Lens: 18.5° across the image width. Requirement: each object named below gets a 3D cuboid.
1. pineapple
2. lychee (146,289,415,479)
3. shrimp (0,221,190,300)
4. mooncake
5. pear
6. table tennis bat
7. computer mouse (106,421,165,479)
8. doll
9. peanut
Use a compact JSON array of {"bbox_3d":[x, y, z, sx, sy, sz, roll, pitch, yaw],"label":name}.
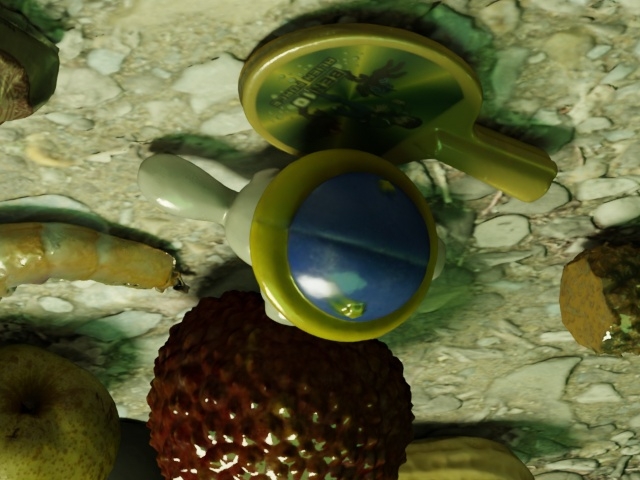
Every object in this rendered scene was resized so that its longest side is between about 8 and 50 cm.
[{"bbox_3d":[0.365,0.053,1.947,0.251,0.125,0.125,-5,152,-18],"label":"pineapple"},{"bbox_3d":[-0.036,0.176,1.947,0.275,0.304,0.276,16,-176,-1],"label":"lychee"},{"bbox_3d":[-0.286,0.034,1.886,0.287,0.068,0.185,-18,152,4],"label":"shrimp"},{"bbox_3d":[-0.289,-0.135,1.566,0.125,0.073,0.130,-18,145,27],"label":"mooncake"},{"bbox_3d":[-0.320,0.211,2.030,0.228,0.188,0.211,-23,145,-38],"label":"pear"},{"bbox_3d":[0.077,-0.105,1.690,0.321,0.050,0.198,22,144,-33],"label":"table tennis bat"},{"bbox_3d":[-0.261,0.315,2.297,0.170,0.100,0.269,-2,144,-10],"label":"computer mouse"},{"bbox_3d":[0.021,0.018,1.736,0.311,0.160,0.242,14,166,-39],"label":"doll"},{"bbox_3d":[0.098,0.298,2.297,0.305,0.147,0.147,-1,150,-2],"label":"peanut"}]
